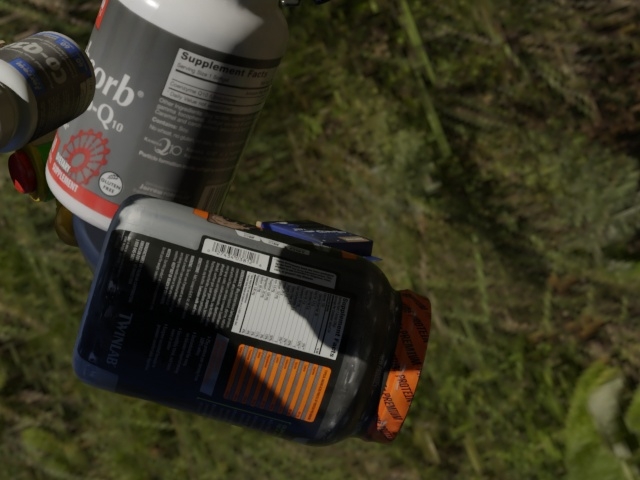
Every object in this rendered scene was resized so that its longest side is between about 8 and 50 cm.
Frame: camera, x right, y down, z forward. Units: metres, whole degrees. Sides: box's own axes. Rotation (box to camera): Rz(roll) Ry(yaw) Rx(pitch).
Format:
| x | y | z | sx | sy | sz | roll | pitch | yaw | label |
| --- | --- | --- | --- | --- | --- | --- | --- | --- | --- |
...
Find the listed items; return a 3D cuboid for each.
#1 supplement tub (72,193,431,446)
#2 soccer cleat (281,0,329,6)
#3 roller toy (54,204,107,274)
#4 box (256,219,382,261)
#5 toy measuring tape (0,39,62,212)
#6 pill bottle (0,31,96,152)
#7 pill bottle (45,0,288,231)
| x | y | z | sx | sy | sz | roll | pitch | yaw | label |
| --- | --- | --- | --- | --- | --- | --- | --- | --- | --- |
| -0.069 | 0.090 | 1.384 | 0.207 | 0.337 | 0.207 | -163 | 90 | -85 | supplement tub |
| -0.129 | -0.390 | 1.862 | 0.116 | 0.331 | 0.143 | 90 | 176 | -55 | soccer cleat |
| -0.234 | -0.019 | 1.799 | 0.191 | 0.209 | 0.146 | 55 | 168 | 11 | roller toy |
| 0.000 | 0.000 | 2.528 | 0.225 | 0.136 | 0.037 | 20 | 106 | 44 | box |
| -0.474 | -0.170 | 2.179 | 0.330 | 0.121 | 0.121 | 58 | 174 | 20 | toy measuring tape |
| -0.244 | -0.115 | 1.063 | 0.078 | 0.078 | 0.137 | 69 | -153 | -13 | pill bottle |
| -0.159 | -0.194 | 1.502 | 0.363 | 0.210 | 0.210 | -66 | 24 | 21 | pill bottle |
